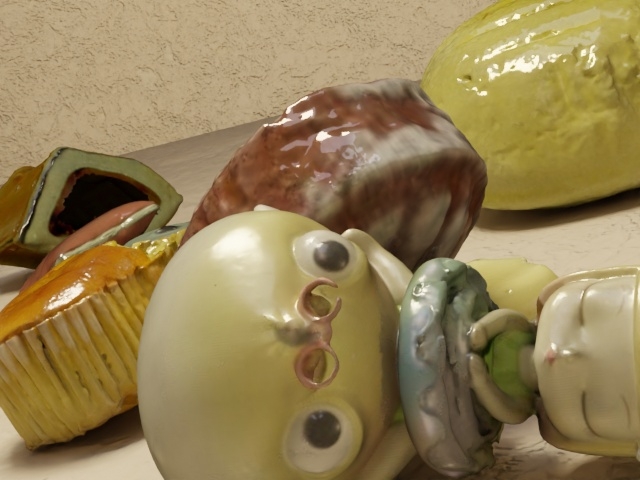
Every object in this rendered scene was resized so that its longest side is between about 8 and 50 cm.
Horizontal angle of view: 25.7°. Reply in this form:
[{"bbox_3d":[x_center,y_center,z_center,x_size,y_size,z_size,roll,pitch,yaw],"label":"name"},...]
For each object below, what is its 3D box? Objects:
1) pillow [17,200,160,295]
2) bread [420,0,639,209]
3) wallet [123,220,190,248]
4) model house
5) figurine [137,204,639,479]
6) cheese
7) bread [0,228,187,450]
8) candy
[{"bbox_3d":[-0.305,0.025,1.834,0.179,0.075,0.171,-37,1,-42],"label":"pillow"},{"bbox_3d":[0.267,-0.165,1.577,0.320,0.237,0.320,-19,10,4],"label":"bread"},{"bbox_3d":[-0.120,0.013,1.675,0.252,0.083,0.360,-11,10,-3],"label":"wallet"},{"bbox_3d":[-0.373,-0.022,2.067,0.268,0.173,0.239,14,-24,-38],"label":"model house"},{"bbox_3d":[0.092,0.081,0.879,0.394,0.226,0.274,-6,-14,20],"label":"figurine"},{"bbox_3d":[0.107,0.077,1.120,0.127,0.050,0.255,-6,16,35],"label":"cheese"},{"bbox_3d":[-0.201,0.079,1.265,0.179,0.133,0.250,-28,7,28],"label":"bread"},{"bbox_3d":[0.000,0.000,1.074,0.214,0.157,0.289,-10,-36,-43],"label":"candy"}]
